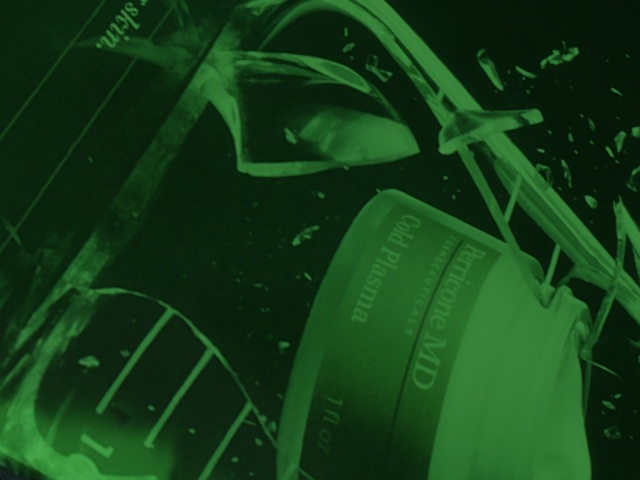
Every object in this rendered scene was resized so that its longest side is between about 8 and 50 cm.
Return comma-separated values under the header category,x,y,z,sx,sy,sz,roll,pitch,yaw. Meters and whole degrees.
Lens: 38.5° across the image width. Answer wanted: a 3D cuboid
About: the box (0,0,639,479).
category,x,y,z,sx,sy,sz,roll,pitch,yaw
box,0.000,0.000,0.614,0.472,0.297,0.480,34,64,-15
